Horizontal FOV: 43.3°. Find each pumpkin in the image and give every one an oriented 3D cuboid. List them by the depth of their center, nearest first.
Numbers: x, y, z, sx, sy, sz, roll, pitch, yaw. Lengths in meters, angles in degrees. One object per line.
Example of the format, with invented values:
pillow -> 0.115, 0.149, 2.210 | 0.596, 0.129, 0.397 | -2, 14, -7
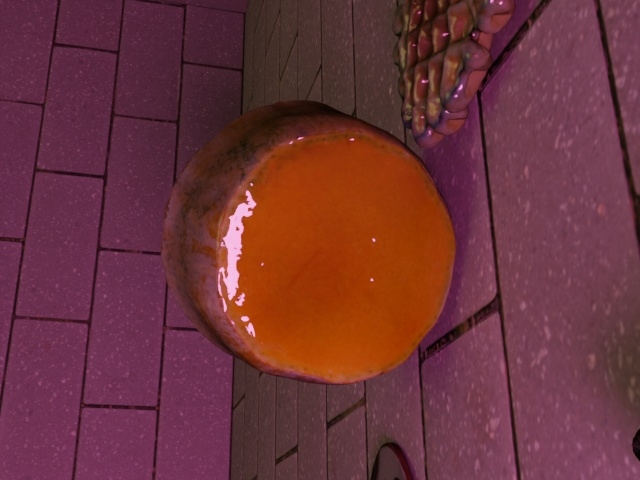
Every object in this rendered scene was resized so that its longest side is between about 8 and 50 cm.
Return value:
pumpkin -> 0.000, 0.000, 0.917 | 0.199, 0.333, 0.332 | -173, 88, -70

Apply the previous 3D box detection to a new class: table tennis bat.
table tennis bat -> 0.097, 0.374, 0.961 | 0.301, 0.022, 0.173 | -106, 25, -62

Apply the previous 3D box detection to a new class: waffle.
waffle -> 0.146, -0.271, 0.917 | 0.309, 0.056, 0.291 | -98, 19, -46

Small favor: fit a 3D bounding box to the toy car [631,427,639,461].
toy car -> 0.234, 0.071, 0.411 | 0.103, 0.063, 0.216 | -126, 49, -69
